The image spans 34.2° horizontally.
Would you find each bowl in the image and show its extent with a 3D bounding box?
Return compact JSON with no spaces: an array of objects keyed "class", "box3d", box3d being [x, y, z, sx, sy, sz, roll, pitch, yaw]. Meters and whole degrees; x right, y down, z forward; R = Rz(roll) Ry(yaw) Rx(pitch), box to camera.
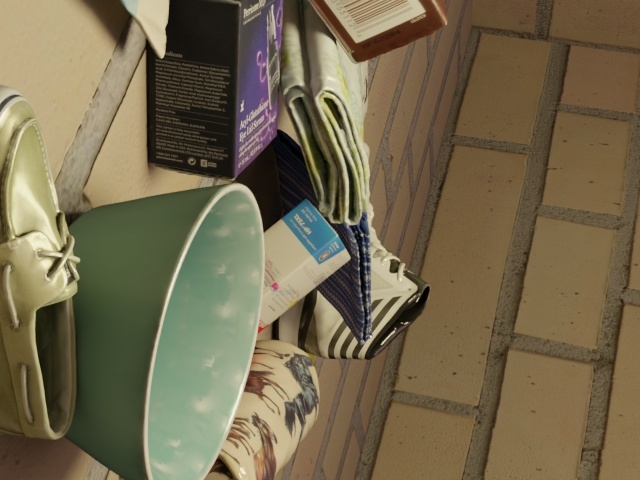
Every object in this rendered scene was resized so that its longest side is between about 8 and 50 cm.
[{"class":"bowl","box3d":[-0.178,0.084,1.016,0.311,0.163,0.311,11,90,-77]}]

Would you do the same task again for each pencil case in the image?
[{"class":"pencil case","box3d":[-0.122,0.271,1.439,0.159,0.184,0.410,66,18,-7]}]

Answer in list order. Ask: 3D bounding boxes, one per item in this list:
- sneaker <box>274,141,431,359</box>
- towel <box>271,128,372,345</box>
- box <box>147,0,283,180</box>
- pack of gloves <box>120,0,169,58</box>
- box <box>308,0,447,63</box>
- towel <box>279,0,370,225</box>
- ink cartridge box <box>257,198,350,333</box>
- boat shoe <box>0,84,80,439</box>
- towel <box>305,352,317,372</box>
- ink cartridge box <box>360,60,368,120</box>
[{"class":"sneaker","box3d":[0.093,0.022,1.944,0.169,0.258,0.447,70,32,-66]},{"class":"towel","box3d":[0.000,0.000,1.682,0.040,0.243,0.336,-30,145,-19]},{"class":"box","box3d":[-0.117,-0.195,1.179,0.153,0.108,0.207,-57,155,-59]},{"class":"pack of gloves","box3d":[-0.189,-0.305,0.969,0.232,0.046,0.195,63,28,-75]},{"class":"box","box3d":[0.052,-0.431,1.319,0.191,0.143,0.381,47,34,-41]},{"class":"towel","box3d":[0.004,-0.249,1.444,0.320,0.090,0.374,72,10,-57]},{"class":"ink cartridge box","box3d":[-0.075,0.055,1.493,0.231,0.078,0.134,-39,162,-2]},{"class":"boat shoe","box3d":[-0.240,0.024,0.846,0.109,0.094,0.302,-53,151,-63]},{"class":"towel","box3d":[-0.035,0.261,2.134,0.237,0.021,0.102,80,19,-56]},{"class":"ink cartridge box","box3d":[0.030,-0.270,1.787,0.135,0.099,0.056,87,17,-49]}]
